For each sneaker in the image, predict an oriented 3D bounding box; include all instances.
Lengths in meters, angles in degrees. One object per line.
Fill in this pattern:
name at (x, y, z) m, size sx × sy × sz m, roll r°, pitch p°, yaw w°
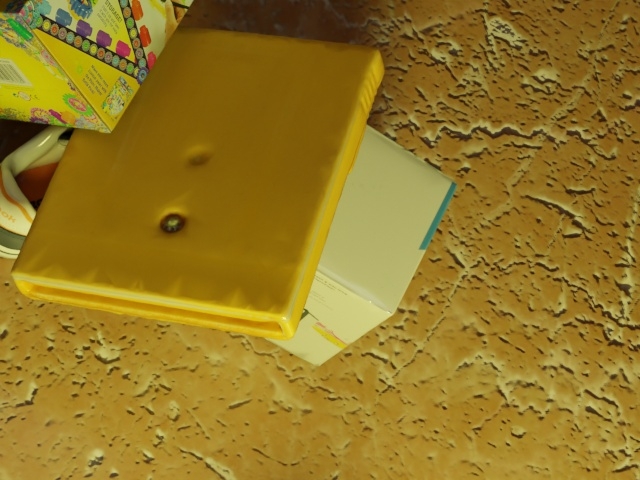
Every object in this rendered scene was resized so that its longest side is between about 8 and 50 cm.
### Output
sneaker at (-0.207, -0.078, 1.767) m, size 0.321 × 0.127 × 0.126 m, roll -27°, pitch 81°, yaw -26°

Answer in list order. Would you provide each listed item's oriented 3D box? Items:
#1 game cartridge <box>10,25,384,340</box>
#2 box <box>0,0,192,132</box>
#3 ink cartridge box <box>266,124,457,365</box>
game cartridge at (-0.113, -0.068, 1.622) m, size 0.285 × 0.052 × 0.323 m, roll 9°, pitch 57°, yaw 18°
box at (-0.293, -0.281, 1.697) m, size 0.279 × 0.290 × 0.177 m, roll -62°, pitch 141°, yaw -25°
ink cartridge box at (0.000, 0.000, 1.748) m, size 0.168 × 0.233 × 0.171 m, roll 31°, pitch 65°, yaw -8°
